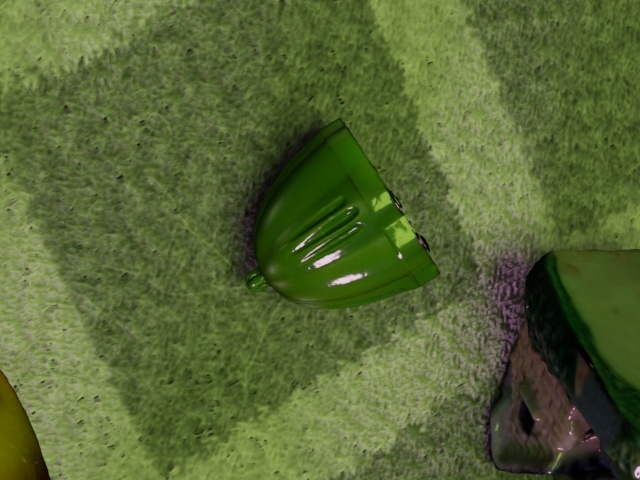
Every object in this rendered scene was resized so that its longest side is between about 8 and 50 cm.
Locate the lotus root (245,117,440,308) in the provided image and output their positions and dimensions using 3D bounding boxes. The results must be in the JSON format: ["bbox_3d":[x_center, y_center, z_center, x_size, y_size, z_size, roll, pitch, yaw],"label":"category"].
[{"bbox_3d":[0.000,0.000,1.604,0.186,0.186,0.186,-2,96,-25],"label":"lotus root"}]

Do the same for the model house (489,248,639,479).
[{"bbox_3d":[0.320,0.201,1.692,0.243,0.298,0.284,-4,133,-23],"label":"model house"}]

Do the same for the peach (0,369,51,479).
[{"bbox_3d":[-0.427,0.179,1.369,0.380,0.242,0.306,32,60,-11],"label":"peach"}]
